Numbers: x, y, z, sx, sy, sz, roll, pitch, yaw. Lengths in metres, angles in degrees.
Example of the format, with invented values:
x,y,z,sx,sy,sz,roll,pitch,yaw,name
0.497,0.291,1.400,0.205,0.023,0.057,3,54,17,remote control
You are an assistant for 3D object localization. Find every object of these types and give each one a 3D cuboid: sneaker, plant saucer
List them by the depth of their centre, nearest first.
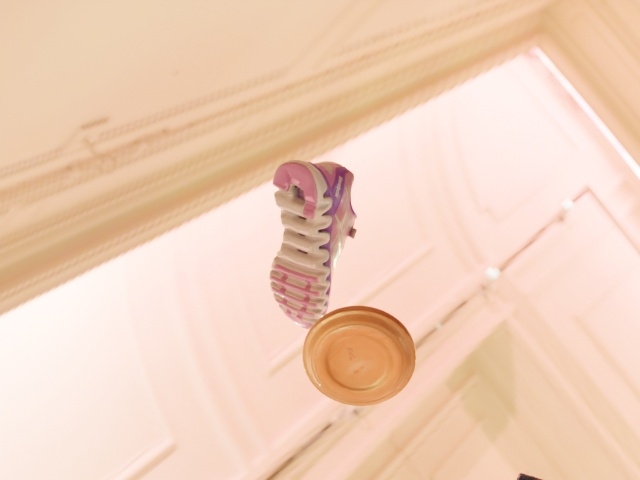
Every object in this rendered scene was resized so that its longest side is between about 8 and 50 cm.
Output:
x,y,z,sx,sy,sz,roll,pitch,yaw,name
0.028,0.086,0.930,0.083,0.083,0.013,39,-158,-15,plant saucer
0.000,0.000,1.621,0.095,0.236,0.104,23,-148,34,sneaker

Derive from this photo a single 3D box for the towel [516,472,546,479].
x,y,z,sx,sy,sz,roll,pitch,yaw,name
0.273,0.315,1.459,0.119,0.029,0.067,19,-106,7,towel
